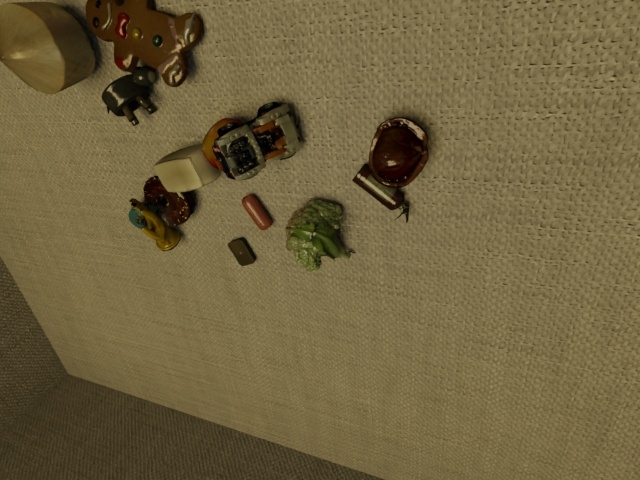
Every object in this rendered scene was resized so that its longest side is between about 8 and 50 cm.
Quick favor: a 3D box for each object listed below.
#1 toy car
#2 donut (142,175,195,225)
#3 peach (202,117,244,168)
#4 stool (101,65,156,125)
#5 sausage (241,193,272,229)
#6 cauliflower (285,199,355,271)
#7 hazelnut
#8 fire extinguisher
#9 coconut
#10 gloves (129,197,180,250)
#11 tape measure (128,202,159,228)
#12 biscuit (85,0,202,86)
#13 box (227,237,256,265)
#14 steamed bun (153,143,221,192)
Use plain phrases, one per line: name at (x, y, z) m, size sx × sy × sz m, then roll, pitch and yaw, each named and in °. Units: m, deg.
toy car at (-0.204, -0.313, 1.372) m, size 0.118 × 0.301 × 0.193 m, roll 36°, pitch 153°, yaw 51°
donut at (-0.630, -0.185, 1.767) m, size 0.230 × 0.096 × 0.216 m, roll 34°, pitch 128°, yaw 2°
peach at (-0.326, -0.334, 1.478) m, size 0.198 × 0.197 × 0.197 m, roll 12°, pitch 125°, yaw 19°
stool at (-0.689, -0.528, 1.538) m, size 0.228 × 0.153 × 0.139 m, roll -30°, pitch 104°, yaw 37°
sausage at (-0.251, -0.111, 1.651) m, size 0.062 × 0.062 × 0.154 m, roll -24°, pitch 107°, yaw 35°
cauliflower at (0.000, 0.000, 1.528) m, size 0.239 × 0.256 × 0.315 m, roll -27°, pitch 136°, yaw 32°
hazelnut at (0.228, -0.265, 1.253) m, size 0.170 × 0.160 × 0.201 m, roll -3°, pitch 118°, yaw -2°
fire extinguisher at (0.207, -0.148, 1.384) m, size 0.231 × 0.099 × 0.071 m, roll 40°, pitch 151°, yaw -1°
coconut at (-0.986, -0.675, 1.481) m, size 0.329 × 0.328 × 0.328 m, roll 12°, pitch 125°, yaw 19°
gloves at (-0.723, -0.078, 1.789) m, size 0.133 × 0.116 × 0.294 m, roll 28°, pitch 159°, yaw 27°
tape measure at (-0.802, -0.112, 1.904) m, size 0.125 × 0.080 × 0.146 m, roll 17°, pitch 131°, yaw -6°
biscuit at (-0.618, -0.698, 1.404) m, size 0.432 × 0.064 × 0.282 m, roll 29°, pitch 111°, yaw 6°
box at (-0.338, 0.048, 1.816) m, size 0.091 × 0.031 × 0.126 m, roll -17°, pitch 112°, yaw 33°
steamed bun at (-0.492, -0.278, 1.595) m, size 0.242 × 0.164 × 0.146 m, roll -3°, pitch 120°, yaw 33°
